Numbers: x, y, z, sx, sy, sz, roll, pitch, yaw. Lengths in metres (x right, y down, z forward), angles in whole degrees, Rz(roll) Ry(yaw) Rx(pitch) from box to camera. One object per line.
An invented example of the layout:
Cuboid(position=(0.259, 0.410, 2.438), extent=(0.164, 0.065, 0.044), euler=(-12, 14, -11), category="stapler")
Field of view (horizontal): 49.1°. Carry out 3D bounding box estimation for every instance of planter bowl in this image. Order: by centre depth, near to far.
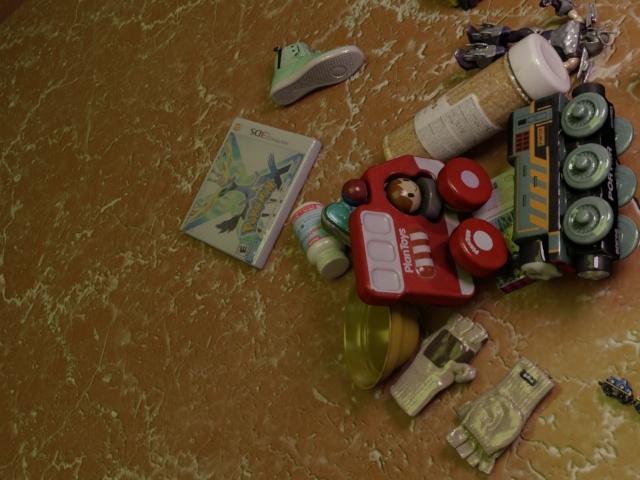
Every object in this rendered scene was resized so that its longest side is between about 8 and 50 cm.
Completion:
Cuboid(position=(0.121, 0.166, 1.293), extent=(0.217, 0.090, 0.217), euler=(-176, 90, -70), category="planter bowl")

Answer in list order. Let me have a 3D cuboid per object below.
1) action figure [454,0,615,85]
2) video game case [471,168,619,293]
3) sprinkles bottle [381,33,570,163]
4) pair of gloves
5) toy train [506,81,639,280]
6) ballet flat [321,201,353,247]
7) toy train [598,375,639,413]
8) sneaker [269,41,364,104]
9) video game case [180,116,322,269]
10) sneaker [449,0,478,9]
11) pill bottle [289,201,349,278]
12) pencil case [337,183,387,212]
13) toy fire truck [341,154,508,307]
Cuboid(position=(0.411, -0.375, 1.335), extent=(0.285, 0.099, 0.185), euler=(4, 68, 34), category="action figure")
Cuboid(position=(0.392, -0.046, 1.239), extent=(0.232, 0.042, 0.210), euler=(-28, 56, 24), category="video game case")
Cuboid(position=(0.279, -0.236, 1.308), extent=(0.355, 0.121, 0.121), euler=(-31, 54, 38), category="sprinkles bottle")
Cuboid(position=(0.255, 0.255, 1.211), extent=(0.240, 0.042, 0.204), euler=(36, 90, 39), category="pair of gloves")
Cuboid(position=(0.402, -0.092, 1.144), extent=(0.190, 0.142, 0.334), euler=(-13, 66, 45), category="toy train")
Cuboid(position=(0.091, 0.000, 1.415), extent=(0.213, 0.068, 0.072), euler=(36, 66, 9), category="ballet flat")
Cuboid(position=(0.492, 0.246, 1.047), extent=(0.158, 0.027, 0.036), euler=(29, 86, 40), category="toy train")
Cuboid(position=(-0.016, -0.441, 1.681), extent=(0.255, 0.094, 0.151), euler=(-18, 58, 28), category="sneaker")
Cuboid(position=(-0.176, -0.125, 1.700), extent=(0.300, 0.036, 0.329), euler=(22, 85, 41), category="video game case")
Cuboid(position=(0.262, -0.668, 1.539), extent=(0.134, 0.146, 0.344), euler=(-37, 52, 19), category="sneaker")
Cuboid(position=(0.000, 0.000, 1.480), extent=(0.087, 0.087, 0.160), euler=(-40, 52, 16), category="pill bottle")
Cuboid(position=(0.097, -0.081, 1.458), extent=(0.151, 0.064, 0.070), euler=(-33, 58, 22), category="pencil case")
Cuboid(position=(0.164, -0.025, 1.231), extent=(0.169, 0.253, 0.302), euler=(130, 140, -52), category="toy fire truck")
